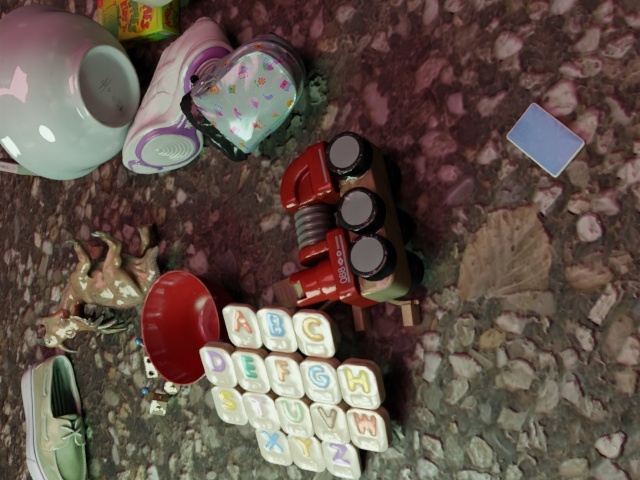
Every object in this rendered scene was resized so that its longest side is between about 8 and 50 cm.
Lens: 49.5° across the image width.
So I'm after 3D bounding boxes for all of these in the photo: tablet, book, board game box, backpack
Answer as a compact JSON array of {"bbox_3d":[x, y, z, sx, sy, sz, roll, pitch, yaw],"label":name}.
[{"bbox_3d":[0.269,-0.121,0.832,0.083,0.006,0.054,48,117,27],"label":"tablet"},{"bbox_3d":[-0.629,-0.151,1.452,0.144,0.096,0.035,11,97,36],"label":"book"},{"bbox_3d":[-0.333,-0.407,1.261,0.181,0.043,0.092,-1,89,37],"label":"board game box"},{"bbox_3d":[-0.100,-0.212,1.017,0.182,0.152,0.115,-38,24,23],"label":"backpack"}]

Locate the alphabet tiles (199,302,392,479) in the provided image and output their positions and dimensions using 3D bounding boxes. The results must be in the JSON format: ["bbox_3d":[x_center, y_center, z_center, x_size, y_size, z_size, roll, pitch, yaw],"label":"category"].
[{"bbox_3d":[-0.040,0.218,0.977,0.284,0.021,0.277,2,115,28],"label":"alphabet tiles"}]

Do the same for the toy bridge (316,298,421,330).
[{"bbox_3d":[0.058,0.096,0.980,0.188,0.026,0.063,-12,82,36],"label":"toy bridge"}]

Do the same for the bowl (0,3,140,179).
[{"bbox_3d":[-0.402,-0.253,1.168,0.134,0.298,0.297,1,91,30],"label":"bowl"}]

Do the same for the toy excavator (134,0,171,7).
[{"bbox_3d":[-0.393,-0.635,1.194,0.446,0.222,0.432,14,98,35],"label":"toy excavator"}]

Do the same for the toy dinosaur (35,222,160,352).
[{"bbox_3d":[-0.372,0.085,1.252,0.296,0.127,0.200,-14,89,24],"label":"toy dinosaur"}]

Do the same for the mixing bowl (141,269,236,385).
[{"bbox_3d":[-0.195,0.136,1.126,0.182,0.098,0.181,1,91,36],"label":"mixing bowl"}]

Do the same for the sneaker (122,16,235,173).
[{"bbox_3d":[-0.238,-0.237,1.171,0.305,0.114,0.152,-46,44,29],"label":"sneaker"}]

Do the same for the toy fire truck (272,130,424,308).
[{"bbox_3d":[0.000,0.000,0.950,0.247,0.158,0.216,-21,68,24],"label":"toy fire truck"}]

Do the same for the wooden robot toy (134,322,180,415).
[{"bbox_3d":[-0.275,0.213,1.219,0.076,0.079,0.173,-5,106,-4],"label":"wooden robot toy"}]

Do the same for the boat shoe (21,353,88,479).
[{"bbox_3d":[-0.519,0.371,1.368,0.094,0.109,0.302,-35,67,30],"label":"boat shoe"}]
